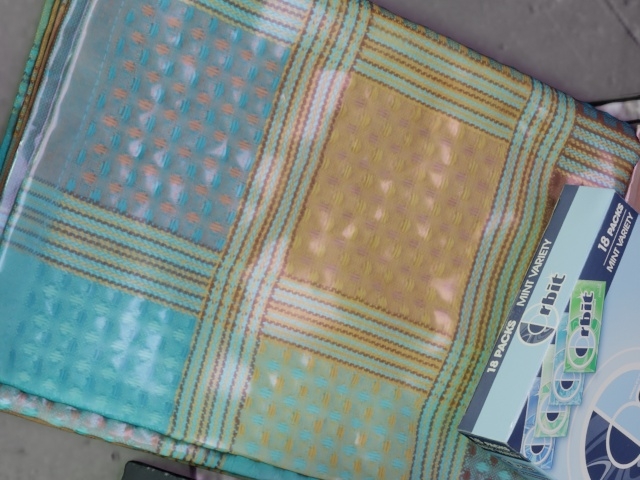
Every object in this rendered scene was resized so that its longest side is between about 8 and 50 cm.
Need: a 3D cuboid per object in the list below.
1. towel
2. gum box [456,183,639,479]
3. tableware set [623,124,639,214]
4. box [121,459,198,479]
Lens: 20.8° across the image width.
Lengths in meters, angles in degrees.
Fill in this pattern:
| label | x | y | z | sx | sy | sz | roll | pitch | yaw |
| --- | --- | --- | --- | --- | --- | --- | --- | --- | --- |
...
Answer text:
| label | x | y | z | sx | sy | sz | roll | pitch | yaw |
| --- | --- | --- | --- | --- | --- | --- | --- | --- | --- |
| towel | 0.000 | 0.000 | 0.943 | 0.370 | 0.040 | 0.271 | 20 | 83 | -27 |
| gum box | 0.174 | 0.080 | 1.007 | 0.184 | 0.041 | 0.157 | 38 | 72 | -38 |
| tableware set | 0.263 | -0.040 | 1.090 | 0.168 | 0.020 | 0.141 | 34 | 76 | -24 |
| box | 0.027 | 0.317 | 0.887 | 0.343 | 0.179 | 0.313 | 24 | 81 | -27 |
